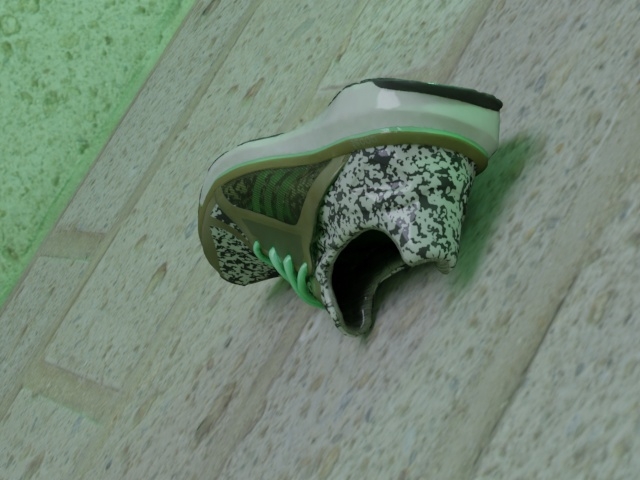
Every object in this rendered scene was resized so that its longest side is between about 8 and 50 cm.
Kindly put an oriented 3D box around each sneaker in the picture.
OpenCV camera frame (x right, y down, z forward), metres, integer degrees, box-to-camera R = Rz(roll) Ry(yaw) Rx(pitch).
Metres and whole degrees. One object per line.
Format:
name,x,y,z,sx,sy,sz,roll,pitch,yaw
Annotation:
sneaker,0.000,0.000,1.283,0.410,0.158,0.182,-31,49,56
